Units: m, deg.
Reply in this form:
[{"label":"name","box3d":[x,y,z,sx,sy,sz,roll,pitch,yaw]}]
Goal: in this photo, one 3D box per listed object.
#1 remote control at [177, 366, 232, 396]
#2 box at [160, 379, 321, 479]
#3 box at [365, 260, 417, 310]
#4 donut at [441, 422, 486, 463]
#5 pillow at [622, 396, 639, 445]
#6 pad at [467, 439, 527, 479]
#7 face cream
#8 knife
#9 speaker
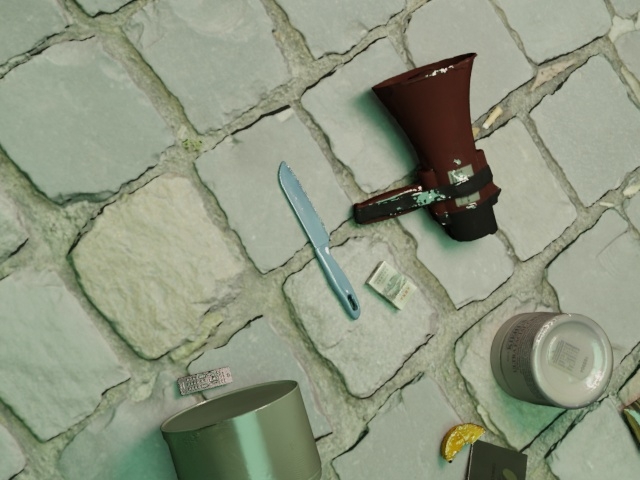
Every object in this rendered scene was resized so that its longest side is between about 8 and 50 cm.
[{"label":"remote control","box3d":[-0.194,0.236,1.438,0.091,0.016,0.034,-11,74,-21]},{"label":"box","box3d":[-0.123,0.327,1.345,0.226,0.226,0.149,-16,91,-20]},{"label":"box","box3d":[0.129,0.083,1.562,0.083,0.024,0.054,40,73,-13]},{"label":"donut","box3d":[0.258,0.372,1.580,0.067,0.038,0.083,24,83,-19]},{"label":"pillow","box3d":[0.710,0.342,1.745,0.203,0.038,0.113,-26,92,-20]},{"label":"pad","box3d":[0.325,0.476,1.590,0.127,0.004,0.190,20,65,-18]},{"label":"face cream","box3d":[0.431,0.220,1.593,0.177,0.153,0.177,2,84,-19]},{"label":"knife","box3d":[0.000,0.000,1.527,0.045,0.019,0.313,-31,96,-27]},{"label":"speaker","box3d":[0.193,-0.146,1.527,0.259,0.198,0.329,-20,101,-33]}]
